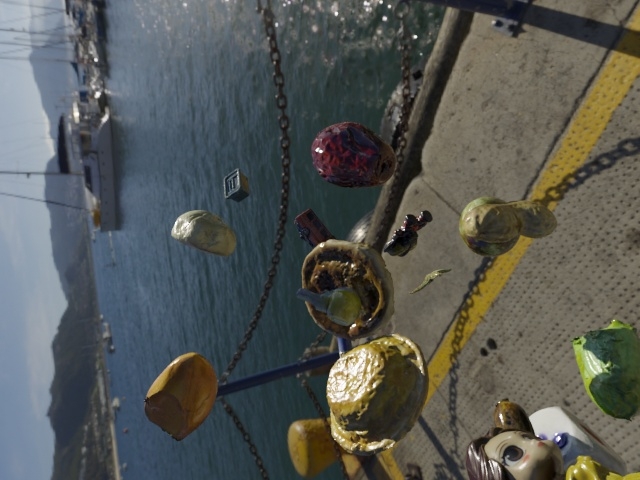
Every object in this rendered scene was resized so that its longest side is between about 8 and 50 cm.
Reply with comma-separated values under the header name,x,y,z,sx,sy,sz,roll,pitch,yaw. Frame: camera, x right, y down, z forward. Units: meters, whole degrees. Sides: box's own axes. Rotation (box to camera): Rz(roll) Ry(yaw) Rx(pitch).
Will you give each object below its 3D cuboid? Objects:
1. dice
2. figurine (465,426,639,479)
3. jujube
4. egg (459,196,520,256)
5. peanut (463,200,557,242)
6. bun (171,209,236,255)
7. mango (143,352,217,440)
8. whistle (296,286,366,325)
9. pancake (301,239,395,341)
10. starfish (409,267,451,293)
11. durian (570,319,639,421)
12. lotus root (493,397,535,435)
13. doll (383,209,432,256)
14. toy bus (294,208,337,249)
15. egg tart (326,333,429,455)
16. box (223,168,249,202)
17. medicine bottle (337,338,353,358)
name,x,y,z,sx,sy,sz,roll,pitch,yaw
dice,0.805,0.724,1.416,0.251,0.243,0.259,-52,5,9
figurine,0.293,0.264,0.437,0.315,0.187,0.168,-8,118,53
jujube,0.092,-0.252,1.303,0.290,0.197,0.198,28,121,44
egg,0.690,-0.062,1.767,0.289,0.238,0.238,47,-173,-49
peanut,0.460,-0.046,1.051,0.098,0.229,0.104,109,152,-70
bun,-0.381,-0.026,1.463,0.220,0.220,0.135,11,82,61
mango,-0.380,0.425,1.229,0.257,0.187,0.138,-56,15,19
whistle,0.035,0.182,1.311,0.222,0.123,0.123,16,117,16
pancake,0.079,0.158,1.383,0.355,0.065,0.357,9,106,34
starfish,0.503,0.180,1.977,0.050,0.223,0.217,61,175,21
durian,0.895,0.390,1.333,0.204,0.255,0.340,-20,49,40
lotus root,0.599,0.588,1.328,0.210,0.120,0.120,-92,17,-44
doll,0.288,-0.011,1.456,0.249,0.126,0.088,118,159,-56
toy bus,0.000,0.000,1.541,0.235,0.096,0.073,50,165,6
egg tart,0.117,0.362,1.073,0.318,0.128,0.319,-35,33,27
box,-0.273,-0.176,1.419,0.074,0.054,0.100,-27,54,23
medicine bottle,0.113,0.502,1.768,0.059,0.059,0.231,-27,68,60
